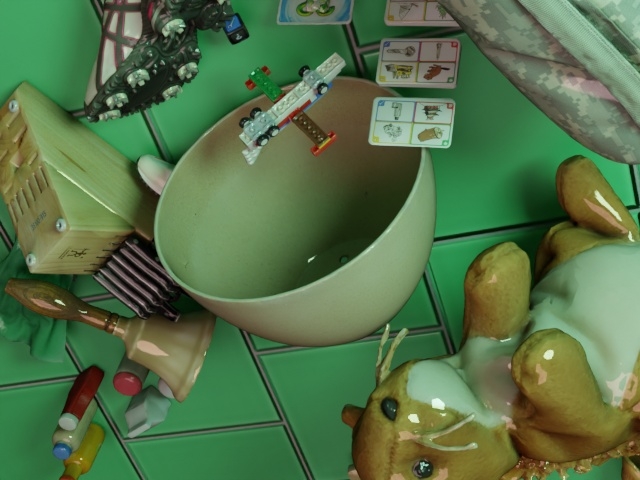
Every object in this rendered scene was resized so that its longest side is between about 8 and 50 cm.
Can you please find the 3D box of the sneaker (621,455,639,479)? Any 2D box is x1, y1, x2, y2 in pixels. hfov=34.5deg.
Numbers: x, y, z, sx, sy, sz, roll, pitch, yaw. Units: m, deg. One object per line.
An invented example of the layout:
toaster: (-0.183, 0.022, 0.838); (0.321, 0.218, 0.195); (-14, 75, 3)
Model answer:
sneaker: (0.506, 0.271, 1.234); (0.290, 0.106, 0.123); (-15, 115, 17)

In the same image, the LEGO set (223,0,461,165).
LEGO set: (0.016, -0.165, 1.003); (0.244, 0.182, 0.060); (3, 160, 14)

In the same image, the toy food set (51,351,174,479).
toy food set: (-0.279, 0.233, 1.364); (0.232, 0.104, 0.111); (-31, 114, 29)

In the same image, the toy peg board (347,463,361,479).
toy peg board: (0.136, 0.367, 1.376); (0.161, 0.079, 0.161); (-16, 118, 13)

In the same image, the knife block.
knife block: (-0.234, -0.039, 1.188); (0.088, 0.242, 0.275); (-41, 64, 31)

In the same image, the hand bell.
hand bell: (-0.257, 0.095, 1.232); (0.242, 0.126, 0.126); (22, 127, -12)

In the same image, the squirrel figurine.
squirrel figurine: (0.217, 0.171, 1.072); (0.370, 0.281, 0.397); (-35, 149, -3)

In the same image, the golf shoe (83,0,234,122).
golf shoe: (-0.174, -0.221, 1.038); (0.273, 0.105, 0.120); (-43, 72, 45)

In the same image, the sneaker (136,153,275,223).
sneaker: (-0.125, -0.066, 1.159); (0.161, 0.057, 0.075); (32, 108, -10)

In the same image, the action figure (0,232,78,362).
action figure: (-0.347, 0.041, 1.266); (0.137, 0.063, 0.232); (26, 130, -5)

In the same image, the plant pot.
plant pot: (0.000, 0.000, 1.056); (0.284, 0.284, 0.191); (-12, 137, 19)

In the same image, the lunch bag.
lunch bag: (0.193, -0.223, 0.825); (0.213, 0.256, 0.305); (-34, 124, 31)
